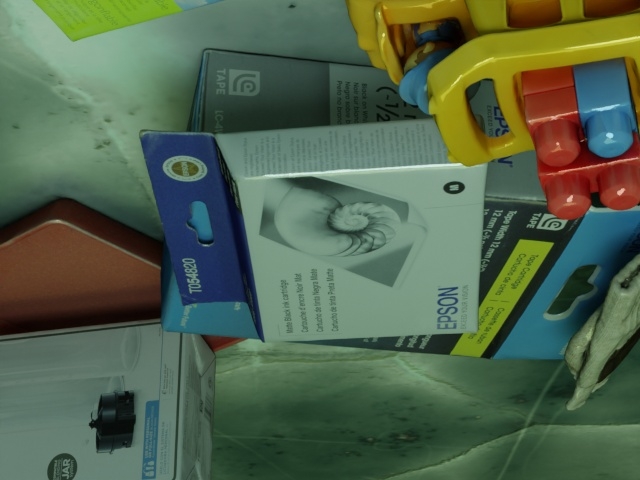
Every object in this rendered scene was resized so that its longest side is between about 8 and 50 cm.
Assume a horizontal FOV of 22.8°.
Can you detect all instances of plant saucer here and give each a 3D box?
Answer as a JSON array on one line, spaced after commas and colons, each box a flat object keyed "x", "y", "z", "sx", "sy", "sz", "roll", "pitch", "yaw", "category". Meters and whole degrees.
[{"x": -0.214, "y": 0.051, "z": 1.406, "sx": 0.258, "sy": 0.048, "sz": 0.259, "roll": -23, "pitch": 143, "yaw": 37, "category": "plant saucer"}]

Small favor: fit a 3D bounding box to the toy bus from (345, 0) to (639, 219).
[{"x": 0.119, "y": -0.111, "z": 0.939, "sx": 0.220, "sy": 0.212, "sz": 0.149, "roll": -7, "pitch": 152, "yaw": 15, "category": "toy bus"}]

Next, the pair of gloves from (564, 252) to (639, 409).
[{"x": 0.280, "y": 0.019, "z": 1.206, "sx": 0.240, "sy": 0.042, "sz": 0.204, "roll": -38, "pitch": 163, "yaw": -26, "category": "pair of gloves"}]

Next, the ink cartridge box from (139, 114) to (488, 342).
[{"x": 0.000, "y": 0.000, "z": 1.087, "sx": 0.223, "sy": 0.045, "sz": 0.223, "roll": -3, "pitch": 147, "yaw": 3, "category": "ink cartridge box"}]

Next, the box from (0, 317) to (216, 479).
[{"x": -0.244, "y": 0.172, "z": 1.404, "sx": 0.289, "sy": 0.169, "sz": 0.087, "roll": -6, "pitch": 151, "yaw": 13, "category": "box"}]

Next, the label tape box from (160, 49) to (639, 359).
[{"x": 0.062, "y": -0.016, "z": 1.216, "sx": 0.347, "sy": 0.115, "sz": 0.249, "roll": 4, "pitch": 150, "yaw": -10, "category": "label tape box"}]

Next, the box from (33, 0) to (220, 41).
[{"x": -0.103, "y": -0.184, "z": 0.978, "sx": 0.178, "sy": 0.042, "sz": 0.109, "roll": -12, "pitch": 150, "yaw": 20, "category": "box"}]
